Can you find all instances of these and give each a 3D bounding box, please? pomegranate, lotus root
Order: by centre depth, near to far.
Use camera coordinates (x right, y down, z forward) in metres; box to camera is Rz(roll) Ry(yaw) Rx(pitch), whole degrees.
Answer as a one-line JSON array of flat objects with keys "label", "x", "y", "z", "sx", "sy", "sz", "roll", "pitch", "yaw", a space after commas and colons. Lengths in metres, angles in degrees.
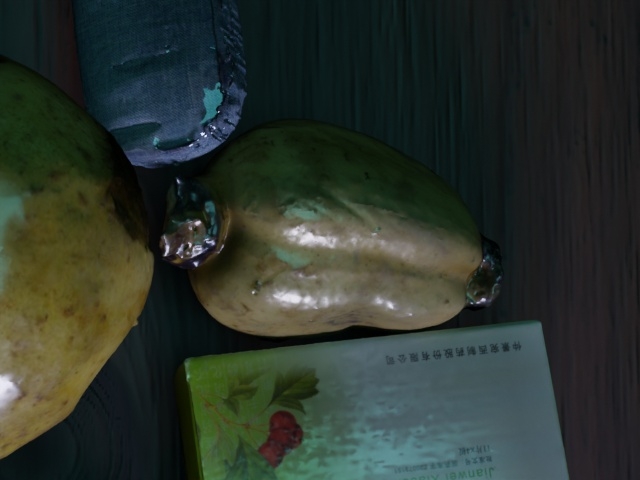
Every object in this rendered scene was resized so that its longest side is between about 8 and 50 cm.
[{"label": "pomegranate", "x": -0.242, "y": 0.009, "z": 1.136, "sx": 0.281, "sy": 0.281, "sz": 0.281, "roll": 1, "pitch": 87, "yaw": -18}, {"label": "lotus root", "x": 0.000, "y": 0.000, "z": 1.275, "sx": 0.257, "sy": 0.140, "sz": 0.154, "roll": 14, "pitch": 113, "yaw": -23}]

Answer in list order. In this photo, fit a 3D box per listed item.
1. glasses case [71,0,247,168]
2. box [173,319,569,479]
[{"label": "glasses case", "x": -0.114, "y": -0.183, "z": 1.244, "sx": 0.109, "sy": 0.067, "sz": 0.282, "roll": -14, "pitch": 69, "yaw": 17}, {"label": "box", "x": 0.039, "y": 0.157, "z": 1.275, "sx": 0.260, "sy": 0.062, "sz": 0.175, "roll": -5, "pitch": 76, "yaw": -15}]
